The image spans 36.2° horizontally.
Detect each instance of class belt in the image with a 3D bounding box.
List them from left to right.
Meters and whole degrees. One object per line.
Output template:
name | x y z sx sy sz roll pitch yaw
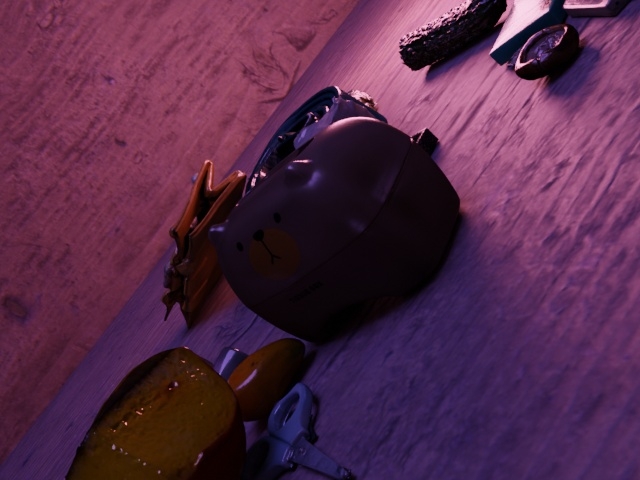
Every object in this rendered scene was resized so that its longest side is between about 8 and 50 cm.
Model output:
belt | -0.016 -0.178 2.245 0.436 0.173 0.300 -28 36 64

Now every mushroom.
mushroom | 0.381 -0.313 1.645 0.123 0.052 0.123 -39 23 20

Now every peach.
peach | -0.244 0.365 1.472 0.380 0.242 0.306 -68 -12 8

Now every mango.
mango | -0.097 0.231 1.656 0.165 0.089 0.115 -55 17 -27

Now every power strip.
power strip | 0.477 -0.417 1.657 0.080 0.029 0.227 -50 15 3

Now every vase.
vase | -0.190 0.304 1.780 0.214 0.086 0.086 -61 18 -19

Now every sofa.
sofa | 0.177 -0.158 1.887 0.060 0.039 0.118 -28 27 56

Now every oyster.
oyster | 0.056 -0.313 2.519 0.198 0.112 0.268 -26 11 8
oyster | 0.371 -0.339 1.802 0.083 0.019 0.054 -24 31 55

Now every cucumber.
cucumber | 0.305 -0.475 2.187 0.096 0.096 0.359 -57 19 -24

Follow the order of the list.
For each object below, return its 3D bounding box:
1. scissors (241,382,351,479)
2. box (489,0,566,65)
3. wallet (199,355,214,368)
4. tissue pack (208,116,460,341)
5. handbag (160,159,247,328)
scissors | -0.027 0.304 1.402 0.191 0.029 0.360 -58 18 -13
box | 0.419 -0.448 1.876 0.161 0.042 0.226 -34 22 50
wallet | -0.320 0.386 1.933 0.360 0.083 0.252 -55 14 -6
tissue pack | 0.011 -0.025 1.607 0.387 0.277 0.267 -32 21 47
handbag | -0.305 0.013 2.448 0.401 0.133 0.283 106 -176 -52
